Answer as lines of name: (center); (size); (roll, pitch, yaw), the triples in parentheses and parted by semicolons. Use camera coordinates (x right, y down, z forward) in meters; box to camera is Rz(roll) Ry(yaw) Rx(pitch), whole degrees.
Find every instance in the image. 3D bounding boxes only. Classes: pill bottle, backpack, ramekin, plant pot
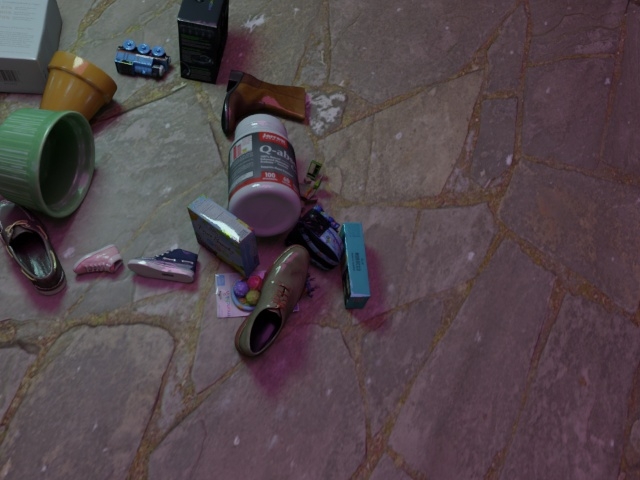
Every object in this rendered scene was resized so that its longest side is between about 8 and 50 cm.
pill bottle: (-0.174, -0.206, 1.724); (0.210, 0.210, 0.363); (1, 48, -11)
backpack: (0.000, 0.000, 1.712); (0.173, 0.158, 0.117); (41, 60, 0)
ramekin: (-0.777, -0.225, 1.604); (0.148, 0.303, 0.304); (11, 61, 4)
plant pot: (-0.774, -0.450, 1.783); (0.205, 0.205, 0.188); (21, 76, 1)

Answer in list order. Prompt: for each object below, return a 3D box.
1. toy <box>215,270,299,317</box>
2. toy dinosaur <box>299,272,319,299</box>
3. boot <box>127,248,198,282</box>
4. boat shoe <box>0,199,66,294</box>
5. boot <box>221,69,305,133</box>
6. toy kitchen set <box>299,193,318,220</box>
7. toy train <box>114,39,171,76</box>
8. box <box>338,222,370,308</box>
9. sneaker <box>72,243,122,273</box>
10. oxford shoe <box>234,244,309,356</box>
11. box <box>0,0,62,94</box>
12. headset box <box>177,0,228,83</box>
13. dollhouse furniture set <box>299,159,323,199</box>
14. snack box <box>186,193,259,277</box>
toy: (-0.184, 0.144, 1.659); (0.237, 0.056, 0.137); (-2, 63, -12)
toy dinosaur: (-0.040, 0.131, 1.694); (0.090, 0.047, 0.082); (-12, 34, -22)
boot: (-0.453, 0.063, 1.649); (0.189, 0.069, 0.086); (14, 54, -13)
boat shoe: (-0.816, 0.002, 1.585); (0.116, 0.097, 0.324); (-29, 72, -23)
boot: (-0.193, -0.449, 1.964); (0.280, 0.096, 0.264); (13, 54, -13)
toy kitchen set: (-0.037, -0.108, 1.809); (0.075, 0.068, 0.083); (-9, 66, -15)
toy train: (-0.612, -0.618, 1.959); (0.184, 0.080, 0.105); (10, 71, -8)
box: (0.099, 0.075, 1.724); (0.060, 0.100, 0.244); (0, 63, -9)
sneaker: (-0.625, 0.068, 1.614); (0.134, 0.051, 0.070); (-32, 68, -28)
oxford shoe: (-0.112, 0.169, 1.575); (0.123, 0.130, 0.348); (28, 77, -15)
box: (-0.990, -0.666, 1.855); (0.214, 0.168, 0.346); (1, 64, -10)
headset box: (-0.395, -0.729, 1.938); (0.131, 0.283, 0.247); (10, 62, -6)
dollhouse furniture set: (-0.038, -0.197, 1.828); (0.076, 0.059, 0.152); (26, 36, 4)
snack box: (-0.275, -0.013, 1.632); (0.207, 0.175, 0.070); (33, 60, 21)
